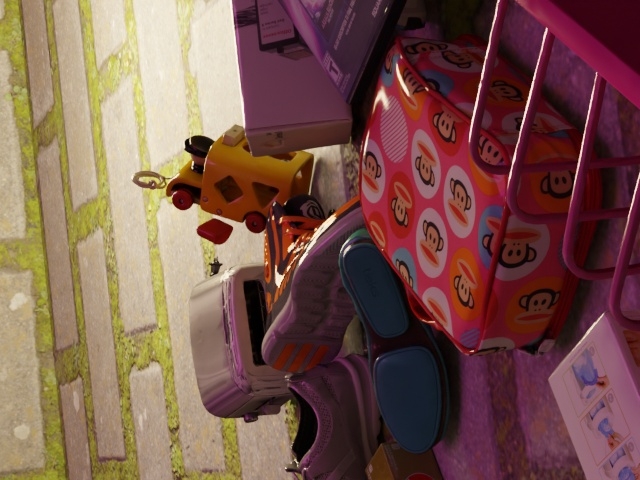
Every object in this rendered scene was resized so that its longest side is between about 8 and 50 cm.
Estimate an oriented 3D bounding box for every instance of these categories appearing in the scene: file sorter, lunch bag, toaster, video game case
[{"bbox_3d":[0.251,-0.057,1.020,0.291,0.202,0.182,-125,36,-51],"label":"file sorter"},{"bbox_3d":[0.132,-0.030,1.411,0.293,0.120,0.258,-124,37,-50],"label":"lunch bag"},{"bbox_3d":[-0.088,0.117,1.964,0.146,0.129,0.227,-30,64,61],"label":"toaster"},{"bbox_3d":[-0.013,-0.293,1.473,0.274,0.026,0.196,57,154,18],"label":"video game case"}]

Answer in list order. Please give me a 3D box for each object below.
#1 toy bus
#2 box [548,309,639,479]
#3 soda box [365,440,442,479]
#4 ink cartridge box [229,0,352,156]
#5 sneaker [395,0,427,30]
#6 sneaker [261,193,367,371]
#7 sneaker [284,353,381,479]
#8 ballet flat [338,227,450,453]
[{"bbox_3d":[-0.108,-0.088,1.884,0.191,0.202,0.104,49,137,48],"label":"toy bus"},{"bbox_3d":[0.269,0.161,1.125,0.103,0.114,0.203,119,142,-50],"label":"box"},{"bbox_3d":[0.107,0.304,1.611,0.061,0.058,0.181,114,144,-48],"label":"soda box"},{"bbox_3d":[-0.037,-0.251,1.700,0.211,0.121,0.289,77,-173,-87],"label":"ink cartridge box"},{"bbox_3d":[0.069,-0.299,1.588,0.083,0.071,0.191,-63,38,42],"label":"sneaker"},{"bbox_3d":[0.000,0.000,1.734,0.321,0.124,0.180,-53,37,46],"label":"sneaker"},{"bbox_3d":[0.009,0.276,1.766,0.105,0.115,0.281,167,98,-67],"label":"sneaker"},{"bbox_3d":[0.088,0.098,1.588,0.087,0.083,0.247,-45,-60,-63],"label":"ballet flat"}]
